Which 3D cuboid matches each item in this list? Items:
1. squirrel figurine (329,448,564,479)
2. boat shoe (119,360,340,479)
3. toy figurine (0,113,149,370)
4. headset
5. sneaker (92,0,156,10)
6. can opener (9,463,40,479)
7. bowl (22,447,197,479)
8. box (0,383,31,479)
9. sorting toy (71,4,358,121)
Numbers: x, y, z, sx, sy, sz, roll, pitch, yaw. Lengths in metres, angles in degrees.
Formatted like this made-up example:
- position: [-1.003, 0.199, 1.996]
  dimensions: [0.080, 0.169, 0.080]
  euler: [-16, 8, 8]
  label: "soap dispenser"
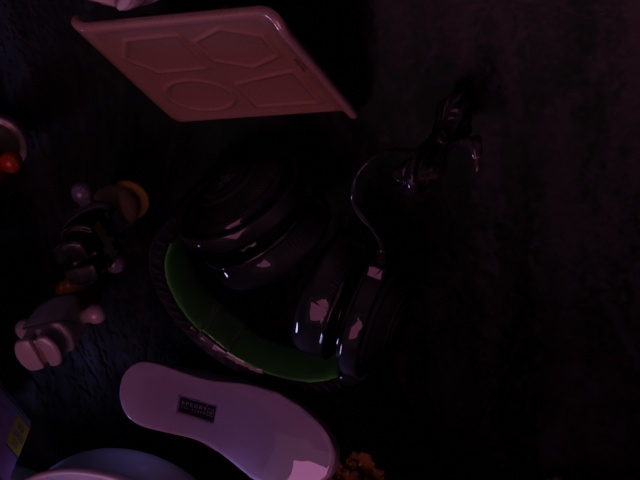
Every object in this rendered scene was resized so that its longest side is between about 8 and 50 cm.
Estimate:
- position: [0.112, 0.386, 1.569]
  dimensions: [0.397, 0.281, 0.370]
  euler: [37, 121, -6]
  label: "squirrel figurine"
- position: [-0.082, 0.179, 1.611]
  dimensions: [0.258, 0.084, 0.095]
  euler: [22, 98, 27]
  label: "boat shoe"
- position: [-0.296, 0.002, 1.576]
  dimensions: [0.209, 0.148, 0.213]
  euler: [24, 125, 0]
  label: "toy figurine"
- position: [0.000, 0.000, 1.475]
  dimensions: [0.243, 0.185, 0.394]
  euler: [39, 142, -10]
  label: "headset"
- position: [-0.250, -0.298, 1.355]
  dimensions: [0.305, 0.152, 0.114]
  euler: [28, 128, 6]
  label: "sneaker"
- position: [-0.449, 0.274, 1.866]
  dimensions: [0.283, 0.076, 0.095]
  euler: [18, 158, 11]
  label: "can opener"
- position: [-0.203, 0.336, 1.747]
  dimensions: [0.298, 0.134, 0.298]
  euler: [11, 124, 17]
  label: "bowl"
- position: [-0.462, 0.175, 1.651]
  dimensions: [0.243, 0.117, 0.213]
  euler: [11, 153, 15]
  label: "box"
- position: [-0.089, -0.159, 1.393]
  dimensions: [0.208, 0.038, 0.193]
  euler: [3, 161, 24]
  label: "sorting toy"
